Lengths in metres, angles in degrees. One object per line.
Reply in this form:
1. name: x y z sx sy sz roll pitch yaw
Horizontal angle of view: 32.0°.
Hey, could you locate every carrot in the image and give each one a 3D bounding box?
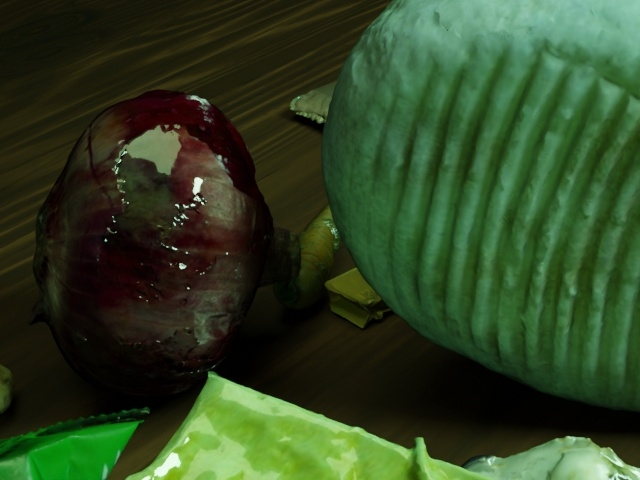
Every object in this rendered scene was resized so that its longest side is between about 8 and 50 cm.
1. carrot: 0.000 0.000 1.068 0.049 0.049 0.254 -6 22 14

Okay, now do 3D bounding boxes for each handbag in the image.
1. handbag: 0.051 0.041 0.972 0.083 0.027 0.061 -24 27 -24

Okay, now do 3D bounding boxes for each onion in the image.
1. onion: -0.120 0.005 0.905 0.219 0.252 0.252 3 18 -26

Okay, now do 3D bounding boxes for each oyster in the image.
1. oyster: 0.124 0.156 0.679 0.146 0.045 0.122 -30 33 -19

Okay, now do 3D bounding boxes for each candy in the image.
1. candy: -0.218 0.174 0.764 0.141 0.078 0.203 -3 22 18

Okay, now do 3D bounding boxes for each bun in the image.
1. bun: 0.186 -0.049 0.742 0.362 0.362 0.211 2 31 27

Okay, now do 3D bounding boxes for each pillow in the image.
1. pillow: 0.054 -0.165 1.394 0.135 0.034 0.211 -17 27 -19

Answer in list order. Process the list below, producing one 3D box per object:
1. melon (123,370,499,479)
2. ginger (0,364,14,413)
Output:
1. melon: 0.047 0.186 0.474 0.344 0.226 0.331 19 26 27
2. ginger: -0.322 0.145 0.863 0.115 0.081 0.205 23 21 0
